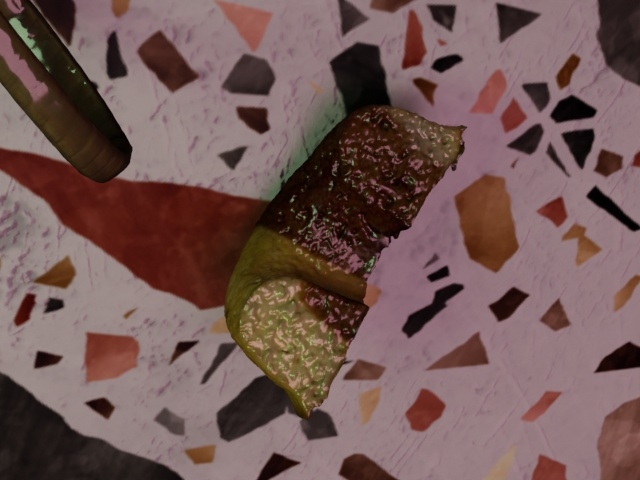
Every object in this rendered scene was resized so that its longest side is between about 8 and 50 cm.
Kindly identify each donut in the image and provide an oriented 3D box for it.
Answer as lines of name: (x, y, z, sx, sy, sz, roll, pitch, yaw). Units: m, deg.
donut: (0.000, 0.000, 1.504, 0.112, 0.151, 0.295, 34, 80, -20)

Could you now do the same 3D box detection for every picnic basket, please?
picnic basket: (-0.234, -0.170, 1.171, 0.337, 0.293, 0.337, -1, 98, -5)
